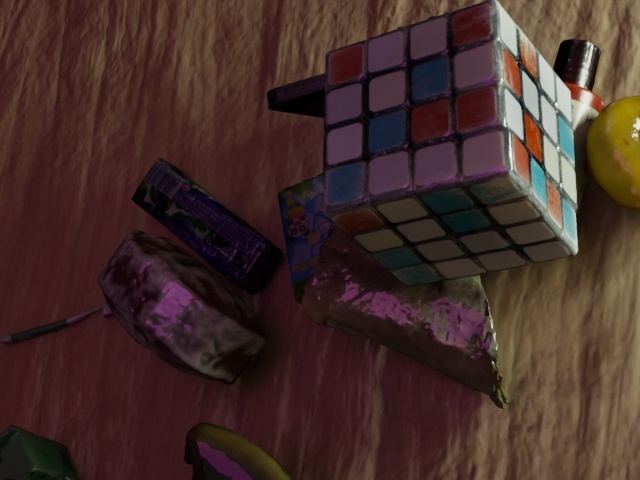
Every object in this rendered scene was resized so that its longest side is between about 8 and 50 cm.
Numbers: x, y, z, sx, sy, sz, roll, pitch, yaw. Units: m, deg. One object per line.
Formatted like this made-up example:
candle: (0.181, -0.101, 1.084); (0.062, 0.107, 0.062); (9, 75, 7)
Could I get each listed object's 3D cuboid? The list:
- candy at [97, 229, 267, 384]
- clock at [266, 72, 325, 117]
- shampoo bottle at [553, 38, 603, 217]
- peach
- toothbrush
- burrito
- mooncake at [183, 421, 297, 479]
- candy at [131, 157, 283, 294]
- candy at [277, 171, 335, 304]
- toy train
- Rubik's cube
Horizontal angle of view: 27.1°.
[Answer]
candy: (-0.212, 0.105, 2.004); (0.289, 0.214, 0.157); (38, 93, 33)
clock: (0.094, -0.219, 1.928); (0.273, 0.279, 0.049); (-13, 85, 27)
shampoo bottle: (0.331, -0.147, 1.848); (0.104, 0.104, 0.278); (7, 74, 33)
peach: (0.441, -0.117, 1.762); (0.179, 0.103, 0.179); (-7, 67, 17)
toothbrush: (-0.441, 0.142, 2.251); (0.257, 0.018, 0.024); (-16, 69, 24)
burrito: (0.135, 0.085, 1.846); (0.347, 0.107, 0.175); (23, 81, 23)
mooncake: (-0.175, 0.463, 1.790); (0.394, 0.246, 0.393); (-16, 71, 9)
candy: (-0.186, -0.026, 2.140); (0.312, 0.061, 0.088); (37, 92, 38)
candy: (0.000, 0.000, 2.015); (0.097, 0.062, 0.195); (-21, 60, 21)
toy train: (-0.484, 0.440, 2.072); (0.266, 0.145, 0.202); (-43, 51, 8)
Rubik's cube: (0.170, -0.115, 1.709); (0.259, 0.256, 0.253); (-12, 61, 28)
